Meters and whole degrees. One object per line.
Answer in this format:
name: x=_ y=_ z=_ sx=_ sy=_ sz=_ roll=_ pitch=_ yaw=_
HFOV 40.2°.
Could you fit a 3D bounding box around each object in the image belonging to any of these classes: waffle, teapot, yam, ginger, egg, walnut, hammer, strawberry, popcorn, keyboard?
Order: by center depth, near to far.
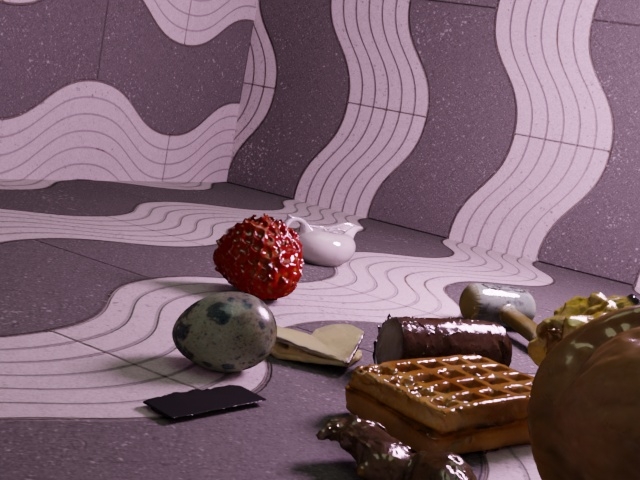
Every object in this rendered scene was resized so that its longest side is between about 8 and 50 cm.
walnut: x=0.480 y=0.259 z=1.119 sx=0.384 sy=0.383 sz=0.383 roll=11 pitch=9 yaw=-2
ginger: x=0.112 y=0.297 z=1.136 sx=0.122 sy=0.084 sz=0.290 roll=12 pitch=7 yaw=-36
keyboard: x=-0.173 y=0.247 z=1.338 sx=0.074 sy=0.015 sz=0.197 roll=23 pitch=15 yaw=38
waffle: x=0.226 y=0.266 z=1.439 sx=0.328 sy=0.098 sz=0.224 roll=4 pitch=9 yaw=-40
egg: x=-0.165 y=0.159 z=1.518 sx=0.182 sy=0.141 sz=0.141 roll=-1 pitch=11 yaw=-13
yam: x=0.239 y=0.208 z=1.703 sx=0.280 sy=0.131 sz=0.131 roll=5 pitch=11 yaw=-28
popcorn: x=0.566 y=0.222 z=1.765 sx=0.252 sy=0.215 sz=0.286 roll=-27 pitch=22 yaw=-18
strawberry: x=-0.137 y=0.076 z=2.082 sx=0.234 sy=0.233 sz=0.178 roll=7 pitch=38 yaw=-23
hammer: x=0.487 y=0.197 z=2.173 sx=0.202 sy=0.113 sz=0.305 roll=5 pitch=16 yaw=-19
teapot: x=0.000 y=0.000 z=2.688 sx=0.298 sy=0.139 sz=0.204 roll=3 pitch=14 yaw=-42

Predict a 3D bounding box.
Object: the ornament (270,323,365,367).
ornament: x=0.004 y=0.207 z=1.679 sx=0.201 sy=0.059 sz=0.180 roll=2 pitch=13 yaw=-29
